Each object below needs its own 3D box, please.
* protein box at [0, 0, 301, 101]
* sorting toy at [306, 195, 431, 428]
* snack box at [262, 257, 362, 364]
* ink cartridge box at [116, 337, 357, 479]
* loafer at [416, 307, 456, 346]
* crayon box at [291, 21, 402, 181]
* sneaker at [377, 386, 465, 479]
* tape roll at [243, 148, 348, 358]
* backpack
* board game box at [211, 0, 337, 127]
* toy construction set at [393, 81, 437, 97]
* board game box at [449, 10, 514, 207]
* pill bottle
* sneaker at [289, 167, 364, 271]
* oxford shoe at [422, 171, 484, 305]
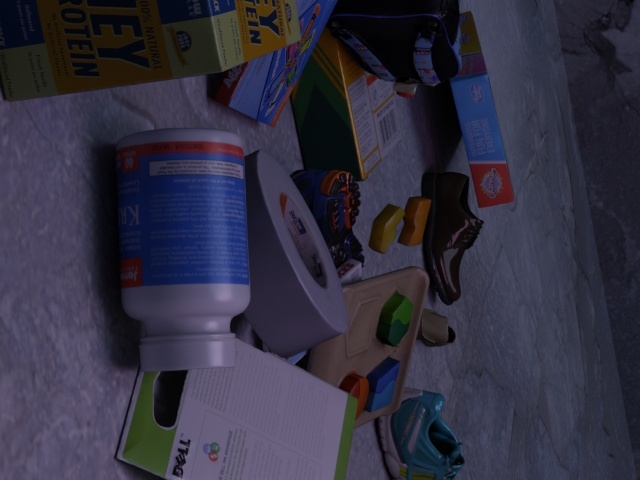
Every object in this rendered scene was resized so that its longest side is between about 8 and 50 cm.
[{"bbox_3d":[-0.149,-0.212,1.156,0.200,0.201,0.136,-40,122,-65],"label":"protein box"},{"bbox_3d":[0.071,0.101,1.679,0.229,0.041,0.307,-9,115,-57],"label":"sorting toy"},{"bbox_3d":[-0.007,0.092,1.613,0.178,0.022,0.064,-39,139,-41],"label":"snack box"},{"bbox_3d":[-0.099,0.203,1.371,0.255,0.097,0.189,30,50,-24],"label":"ink cartridge box"},{"bbox_3d":[0.180,0.137,2.160,0.148,0.050,0.056,31,57,-65],"label":"loafer"},{"bbox_3d":[0.021,-0.258,1.785,0.203,0.083,0.323,-48,130,-63],"label":"crayon box"},{"bbox_3d":[0.160,0.334,1.979,0.107,0.110,0.275,-66,146,-52],"label":"sneaker"},{"bbox_3d":[-0.048,0.014,1.453,0.219,0.072,0.219,62,11,-22],"label":"tape roll"},{"bbox_3d":[0.105,-0.270,1.674,0.173,0.158,0.117,49,48,-61],"label":"backpack"},{"bbox_3d":[-0.026,-0.271,1.541,0.281,0.027,0.145,-63,159,4],"label":"board game box"},{"bbox_3d":[0.105,-0.352,1.972,0.215,0.151,0.328,-109,-169,-63],"label":"toy construction set"},{"bbox_3d":[0.272,-0.236,2.360,0.316,0.064,0.242,-88,164,-62],"label":"board game box"},{"bbox_3d":[-0.129,0.012,1.269,0.124,0.124,0.222,12,74,-69],"label":"pill bottle"},{"bbox_3d":[0.000,0.000,1.677,0.083,0.087,0.221,-32,135,-42],"label":"sneaker"},{"bbox_3d":[0.226,-0.005,2.254,0.083,0.096,0.227,7,80,-71],"label":"oxford shoe"}]
